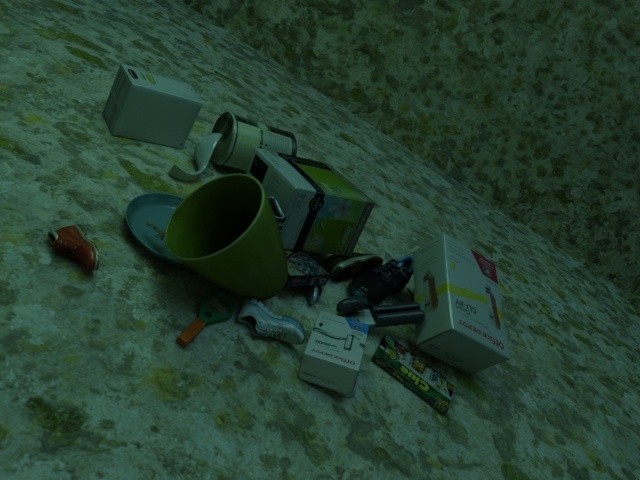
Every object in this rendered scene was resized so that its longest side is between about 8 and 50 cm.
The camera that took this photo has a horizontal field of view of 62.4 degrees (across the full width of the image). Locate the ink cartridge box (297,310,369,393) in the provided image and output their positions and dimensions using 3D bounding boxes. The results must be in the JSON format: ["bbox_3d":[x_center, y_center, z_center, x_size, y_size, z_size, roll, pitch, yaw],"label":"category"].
[{"bbox_3d":[0.039,0.290,1.396,0.148,0.085,0.203,16,27,5],"label":"ink cartridge box"}]

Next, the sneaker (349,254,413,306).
[{"bbox_3d":[0.219,0.124,1.830,0.125,0.139,0.341,44,30,18],"label":"sneaker"}]

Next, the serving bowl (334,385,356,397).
[{"bbox_3d":[0.062,0.371,1.389,0.083,0.027,0.083,25,29,-15],"label":"serving bowl"}]

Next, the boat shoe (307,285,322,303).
[{"bbox_3d":[-0.014,0.150,1.641,0.040,0.049,0.142,26,26,-16],"label":"boat shoe"}]

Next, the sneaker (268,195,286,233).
[{"bbox_3d":[-0.232,-0.085,1.564,0.282,0.153,0.099,29,26,6],"label":"sneaker"}]

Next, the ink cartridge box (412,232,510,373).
[{"bbox_3d":[0.465,0.211,1.777,0.279,0.160,0.384,29,46,-25],"label":"ink cartridge box"}]

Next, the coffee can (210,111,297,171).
[{"bbox_3d":[-0.258,-0.355,2.026,0.275,0.201,0.201,11,35,-36],"label":"coffee can"}]

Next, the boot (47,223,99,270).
[{"bbox_3d":[-0.581,0.022,1.245,0.085,0.059,0.158,-9,40,-48],"label":"boot"}]

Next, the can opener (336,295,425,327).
[{"bbox_3d":[0.187,0.216,1.631,0.284,0.095,0.076,-4,33,-14],"label":"can opener"}]

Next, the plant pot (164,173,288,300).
[{"bbox_3d":[-0.204,0.025,1.384,0.293,0.275,0.274,58,6,-44],"label":"plant pot"}]

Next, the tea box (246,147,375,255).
[{"bbox_3d":[-0.056,-0.129,1.787,0.324,0.219,0.329,7,26,-34],"label":"tea box"}]

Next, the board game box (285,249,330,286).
[{"bbox_3d":[-0.106,0.060,1.639,0.165,0.042,0.243,2,28,-44],"label":"board game box"}]

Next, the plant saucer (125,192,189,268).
[{"bbox_3d":[-0.402,-0.022,1.512,0.318,0.043,0.317,26,28,-15],"label":"plant saucer"}]

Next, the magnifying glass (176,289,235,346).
[{"bbox_3d":[-0.286,0.193,1.315,0.092,0.026,0.231,35,26,2],"label":"magnifying glass"}]

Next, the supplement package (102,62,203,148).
[{"bbox_3d":[-0.585,-0.463,1.850,0.262,0.204,0.145,5,39,-43],"label":"supplement package"}]

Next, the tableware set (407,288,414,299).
[{"bbox_3d":[0.402,0.248,1.937,0.128,0.039,0.194,4,32,-25],"label":"tableware set"}]

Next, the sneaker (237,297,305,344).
[{"bbox_3d":[-0.133,0.230,1.379,0.191,0.071,0.083,26,34,4],"label":"sneaker"}]

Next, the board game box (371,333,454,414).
[{"bbox_3d":[0.279,0.395,1.581,0.260,0.030,0.136,36,30,5],"label":"board game box"}]

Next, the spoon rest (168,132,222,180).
[{"bbox_3d":[-0.422,-0.289,1.855,0.084,0.137,0.276,43,41,-11],"label":"spoon rest"}]

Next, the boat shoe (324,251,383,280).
[{"bbox_3d":[0.117,0.072,1.860,0.257,0.095,0.095,-3,39,-48],"label":"boat shoe"}]

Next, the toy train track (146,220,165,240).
[{"bbox_3d":[-0.436,-0.023,1.421,0.083,0.014,0.048,37,35,19],"label":"toy train track"}]
